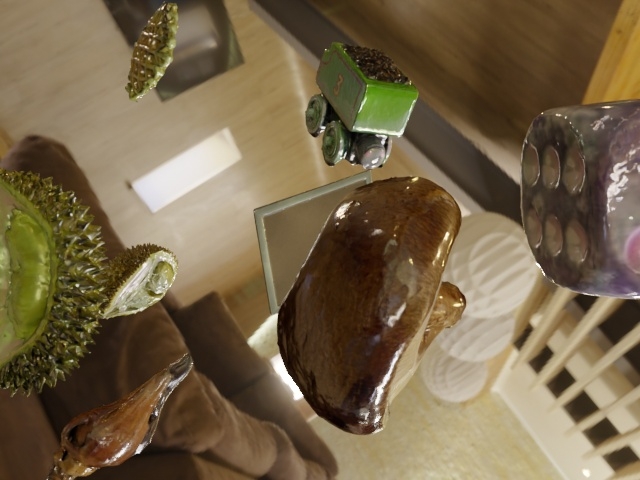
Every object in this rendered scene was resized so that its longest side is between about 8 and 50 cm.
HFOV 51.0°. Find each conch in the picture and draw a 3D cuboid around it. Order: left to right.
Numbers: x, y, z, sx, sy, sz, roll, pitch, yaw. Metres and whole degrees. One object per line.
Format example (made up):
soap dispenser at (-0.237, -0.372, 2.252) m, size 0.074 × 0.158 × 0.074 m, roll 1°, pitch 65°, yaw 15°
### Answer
conch at (-0.262, 0.248, 0.894) m, size 0.080 × 0.233 × 0.086 m, roll 53°, pitch -24°, yaw 30°

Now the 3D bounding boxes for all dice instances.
dice at (0.466, -0.072, 0.987) m, size 0.270 × 0.271 × 0.270 m, roll -119°, pitch -157°, yaw -80°

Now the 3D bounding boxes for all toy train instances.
toy train at (0.084, -0.320, 1.572) m, size 0.307 × 0.173 × 0.249 m, roll -117°, pitch -144°, yaw -47°

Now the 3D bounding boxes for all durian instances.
durian at (-0.427, 0.068, 1.039) m, size 0.158 × 0.169 × 0.351 m, roll -28°, pitch 122°, yaw -84°
durian at (-0.359, 0.083, 1.247) m, size 0.102 × 0.208 × 0.146 m, roll 44°, pitch -10°, yaw 28°

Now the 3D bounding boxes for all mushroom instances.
mushroom at (0.033, 0.052, 0.558) m, size 0.138 × 0.194 × 0.231 m, roll 28°, pitch -57°, yaw 22°

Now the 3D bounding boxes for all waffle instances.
waffle at (-0.367, -0.415, 1.467) m, size 0.208 × 0.054 × 0.214 m, roll -35°, pitch -134°, yaw 46°

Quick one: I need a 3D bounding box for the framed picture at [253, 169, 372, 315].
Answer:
framed picture at (0.000, 0.000, 1.266) m, size 0.017 × 0.274 × 0.217 m, roll 20°, pitch -57°, yaw 50°
